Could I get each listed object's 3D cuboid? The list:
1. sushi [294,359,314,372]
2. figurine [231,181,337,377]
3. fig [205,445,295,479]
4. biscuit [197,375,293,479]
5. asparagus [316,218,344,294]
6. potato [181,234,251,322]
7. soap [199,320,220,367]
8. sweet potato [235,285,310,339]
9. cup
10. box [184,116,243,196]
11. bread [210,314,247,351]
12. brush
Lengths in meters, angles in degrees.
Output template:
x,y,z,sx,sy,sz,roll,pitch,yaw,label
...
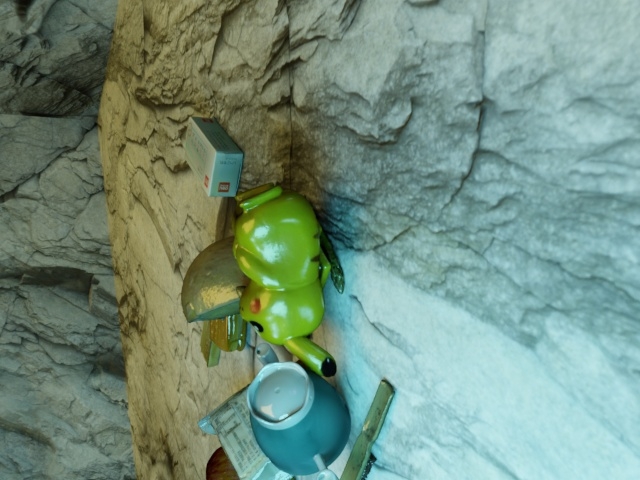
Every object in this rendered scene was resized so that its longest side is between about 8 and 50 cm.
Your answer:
x,y,z,sx,sy,sz,roll,pitch,yaw,label
-0.033,0.286,1.076,0.060,0.061,0.118,28,136,47,sushi
-0.066,0.059,0.956,0.218,0.169,0.327,-131,36,-75,figurine
-0.158,0.539,1.239,0.175,0.207,0.175,62,-178,-4,fig
-0.142,0.423,1.171,0.309,0.186,0.079,26,152,57,biscuit
-0.001,0.000,1.019,0.034,0.027,0.236,-49,51,30,asparagus
-0.201,0.058,1.210,0.264,0.189,0.211,-32,64,56,potato
-0.317,0.249,1.580,0.092,0.037,0.252,48,133,50,soap
-0.096,0.144,1.098,0.054,0.182,0.053,-58,9,-21,sweet potato
-0.047,0.293,0.914,0.300,0.167,0.173,54,172,42,cup
-0.299,-0.237,1.472,0.269,0.079,0.135,49,132,48,box
-0.238,0.185,1.398,0.116,0.077,0.200,13,102,61,bread
0.080,0.344,0.903,0.043,0.036,0.248,39,118,48,brush
